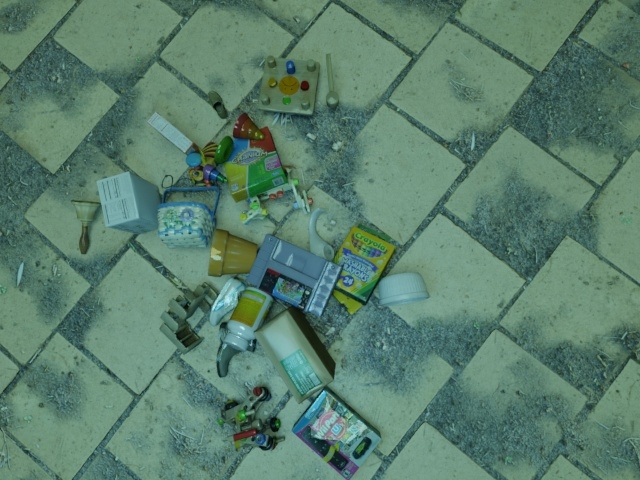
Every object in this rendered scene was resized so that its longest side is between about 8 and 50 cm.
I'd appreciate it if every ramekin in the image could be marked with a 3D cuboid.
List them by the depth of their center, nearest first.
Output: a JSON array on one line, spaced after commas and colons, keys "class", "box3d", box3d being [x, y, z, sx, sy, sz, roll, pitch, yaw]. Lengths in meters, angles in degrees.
[{"class": "ramekin", "box3d": [0.338, 0.203, 1.735, 0.207, 0.207, 0.109, -10, 74, 3]}]

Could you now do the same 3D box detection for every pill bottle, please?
[{"class": "pill bottle", "box3d": [-0.306, 0.331, 1.752, 0.136, 0.136, 0.246, 21, 64, 5]}]

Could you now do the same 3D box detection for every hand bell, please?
[{"class": "hand bell", "box3d": [-1.078, -0.056, 1.908, 0.126, 0.126, 0.242, 8, 96, 4]}]

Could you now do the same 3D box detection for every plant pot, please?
[{"class": "plant pot", "box3d": [-0.374, 0.063, 1.804, 0.187, 0.205, 0.205, 9, 85, -11]}]

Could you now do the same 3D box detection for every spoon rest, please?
[{"class": "spoon rest", "box3d": [0.000, 0.000, 1.825, 0.084, 0.137, 0.277, -19, 72, 41]}]

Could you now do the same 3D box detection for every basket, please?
[{"class": "basket", "box3d": [-0.576, -0.115, 1.830, 0.254, 0.201, 0.289, -4, 57, 3]}]

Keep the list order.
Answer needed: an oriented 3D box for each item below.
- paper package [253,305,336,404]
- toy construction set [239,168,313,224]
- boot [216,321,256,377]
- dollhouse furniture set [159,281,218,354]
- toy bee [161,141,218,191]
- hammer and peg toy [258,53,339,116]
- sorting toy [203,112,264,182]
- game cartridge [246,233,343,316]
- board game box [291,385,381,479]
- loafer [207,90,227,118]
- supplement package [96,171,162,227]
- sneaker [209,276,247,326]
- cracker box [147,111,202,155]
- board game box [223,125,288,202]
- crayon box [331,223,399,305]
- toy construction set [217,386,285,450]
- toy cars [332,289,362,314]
[{"class": "paper package", "box3d": [-0.096, 0.439, 1.680, 0.168, 0.309, 0.325, -34, 84, 1]}, {"class": "toy construction set", "box3d": [-0.199, -0.187, 1.829, 0.327, 0.151, 0.215, -9, 59, -5]}, {"class": "boot", "box3d": [-0.361, 0.475, 1.812, 0.161, 0.083, 0.247, 4, 86, -2]}, {"class": "dollhouse furniture set", "box3d": [-0.550, 0.335, 1.775, 0.161, 0.212, 0.242, 42, 115, 8]}, {"class": "toy bee", "box3d": [-0.519, -0.298, 1.838, 0.162, 0.195, 0.298, 30, 83, 18]}, {"class": "hammer and peg toy", "box3d": [-0.087, -0.697, 1.887, 0.361, 0.127, 0.266, 6, 83, 4]}, {"class": "sorting toy", "box3d": [-0.355, -0.380, 1.782, 0.126, 0.127, 0.366, 27, 64, 3]}, {"class": "game cartridge", "box3d": [-0.110, 0.141, 1.708, 0.355, 0.068, 0.230, 23, 85, 16]}, {"class": "board game box", "box3d": [0.066, 0.798, 1.741, 0.303, 0.097, 0.224, 39, 87, 7]}, {"class": "loafer", "box3d": [-0.481, -0.640, 1.943, 0.056, 0.050, 0.148, -32, 83, 0]}, {"class": "supplement package", "box3d": [-0.808, -0.155, 1.808, 0.145, 0.262, 0.204, -15, 83, 2]}, {"class": "sneaker", "box3d": [-0.408, 0.278, 1.829, 0.092, 0.087, 0.229, 28, 88, 4]}, {"class": "cracker box", "box3d": [-0.647, -0.462, 1.883, 0.232, 0.156, 0.067, 40, 88, 7]}, {"class": "board game box", "box3d": [-0.298, -0.337, 1.827, 0.242, 0.064, 0.317, -22, 56, 1]}, {"class": "crayon box", "box3d": [0.176, 0.082, 1.761, 0.203, 0.083, 0.323, 26, 71, 15]}, {"class": "toy construction set", "box3d": [-0.321, 0.748, 1.681, 0.237, 0.309, 0.258, -18, 75, 7]}, {"class": "toy cars", "box3d": [0.000, 0.223, 1.810, 0.393, 0.087, 0.177, 7, 68, 8]}]
